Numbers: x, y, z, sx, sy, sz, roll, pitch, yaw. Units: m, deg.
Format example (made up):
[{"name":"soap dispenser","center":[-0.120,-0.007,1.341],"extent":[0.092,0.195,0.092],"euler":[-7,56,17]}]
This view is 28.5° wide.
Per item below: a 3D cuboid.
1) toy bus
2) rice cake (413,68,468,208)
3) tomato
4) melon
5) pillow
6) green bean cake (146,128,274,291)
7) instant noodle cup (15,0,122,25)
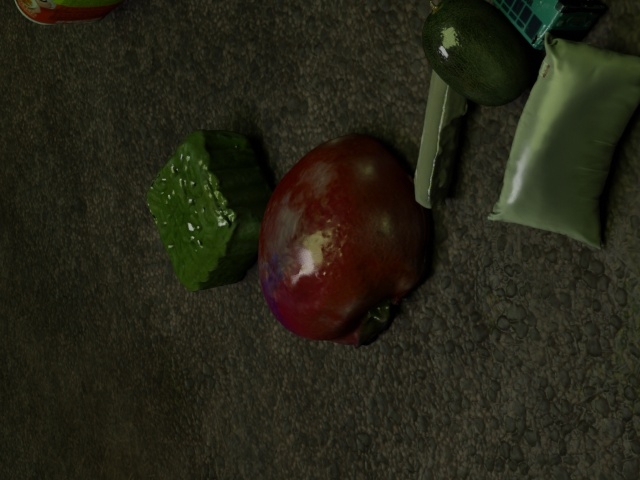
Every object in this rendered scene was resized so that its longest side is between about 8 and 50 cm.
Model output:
[{"name":"toy bus","center":[0.264,-0.305,1.546],"extent":[0.160,0.079,0.092],"euler":[56,137,32]},{"name":"rice cake","center":[0.170,-0.168,1.711],"extent":[0.057,0.052,0.256],"euler":[-100,17,-70]},{"name":"tomato","center":[-0.005,0.003,1.875],"extent":[0.335,0.176,0.289],"euler":[-52,54,45]},{"name":"melon","center":[0.194,-0.242,1.594],"extent":[0.167,0.114,0.114],"euler":[42,144,-16]},{"name":"pillow","center":[0.304,-0.114,1.516],"extent":[0.144,0.078,0.254],"euler":[18,114,7]},{"name":"green bean cake","center":[-0.183,-0.055,2.132],"extent":[0.248,0.125,0.222],"euler":[-46,60,46]},{"name":"instant noodle cup","center":[-0.428,-0.537,2.278],"extent":[0.308,0.294,0.294],"euler":[-25,76,59]}]
